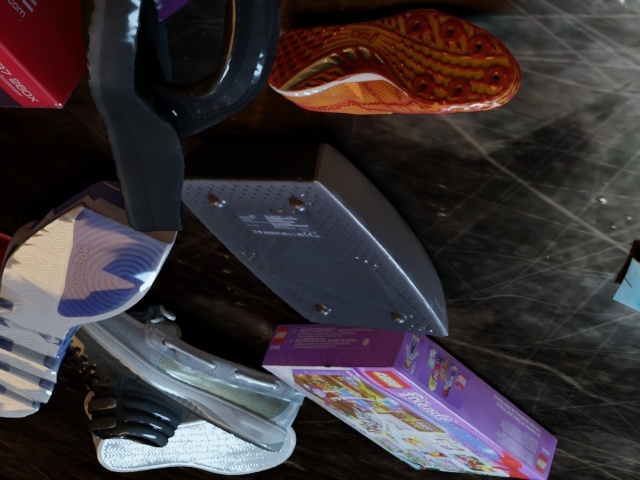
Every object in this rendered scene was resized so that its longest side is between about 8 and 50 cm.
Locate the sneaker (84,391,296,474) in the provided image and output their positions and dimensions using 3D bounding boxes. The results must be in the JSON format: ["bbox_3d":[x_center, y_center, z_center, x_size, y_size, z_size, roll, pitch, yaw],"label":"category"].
[{"bbox_3d":[-0.191,0.252,1.622,0.292,0.108,0.169,7,-162,-25],"label":"sneaker"}]

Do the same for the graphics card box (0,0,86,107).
[{"bbox_3d":[-0.360,-0.196,0.795,0.371,0.094,0.233,6,152,31],"label":"graphics card box"}]

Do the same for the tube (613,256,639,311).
[{"bbox_3d":[0.331,0.067,0.864,0.207,0.052,0.080,21,152,13],"label":"tube"}]

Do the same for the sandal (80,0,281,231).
[{"bbox_3d":[-0.082,-0.132,0.678,0.107,0.168,0.446,-4,165,-6],"label":"sandal"}]

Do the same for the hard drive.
[{"bbox_3d":[0.000,0.000,0.970,0.172,0.054,0.255,3,151,35],"label":"hard drive"}]

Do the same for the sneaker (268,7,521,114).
[{"bbox_3d":[0.049,-0.109,0.715,0.175,0.064,0.067,10,174,34],"label":"sneaker"}]

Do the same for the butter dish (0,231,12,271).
[{"bbox_3d":[-0.386,0.080,1.325,0.160,0.118,0.160,21,129,-1],"label":"butter dish"}]

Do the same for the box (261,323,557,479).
[{"bbox_3d":[0.104,0.184,1.273,0.201,0.057,0.293,-5,145,46],"label":"box"}]

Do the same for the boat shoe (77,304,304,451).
[{"bbox_3d":[-0.163,0.146,1.378,0.320,0.103,0.118,33,166,-15],"label":"boat shoe"}]

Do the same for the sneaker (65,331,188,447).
[{"bbox_3d":[-0.289,0.167,1.442,0.295,0.147,0.104,29,157,-15],"label":"sneaker"}]

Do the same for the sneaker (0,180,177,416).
[{"bbox_3d":[-0.270,0.024,1.159,0.127,0.182,0.315,29,126,-23],"label":"sneaker"}]
